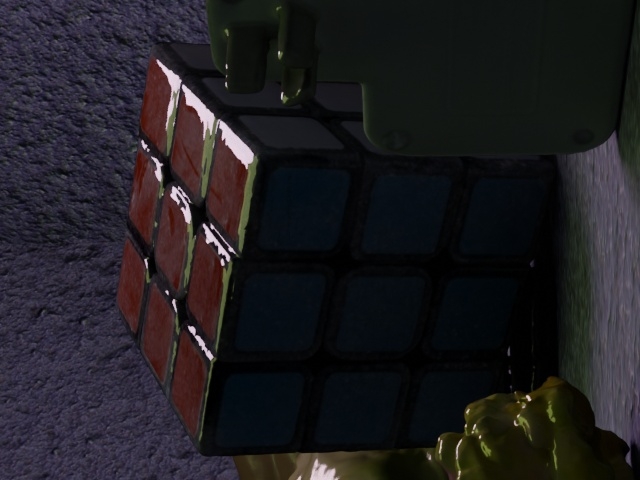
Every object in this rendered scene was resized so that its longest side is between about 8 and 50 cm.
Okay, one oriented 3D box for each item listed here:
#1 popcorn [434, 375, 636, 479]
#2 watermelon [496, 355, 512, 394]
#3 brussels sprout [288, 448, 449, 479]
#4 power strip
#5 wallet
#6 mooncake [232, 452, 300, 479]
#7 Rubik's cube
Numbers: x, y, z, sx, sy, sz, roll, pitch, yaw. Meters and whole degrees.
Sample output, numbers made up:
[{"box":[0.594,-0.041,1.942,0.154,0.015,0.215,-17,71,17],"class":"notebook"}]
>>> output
[{"box":[0.136,0.159,1.011,0.145,0.126,0.126,62,-162,1],"class":"popcorn"},{"box":[0.134,0.209,1.854,0.322,0.175,0.188,75,-166,-51],"class":"watermelon"},{"box":[0.095,0.286,1.651,0.316,0.243,0.274,59,-158,-2],"class":"brussels sprout"},{"box":[0.060,-0.143,1.022,0.229,0.261,0.141,87,-176,-49],"class":"power strip"},{"box":[0.203,0.098,1.608,0.285,0.030,0.146,68,-156,-86],"class":"wallet"},{"box":[0.064,0.268,2.187,0.378,0.378,0.200,-10,-91,-88],"class":"mooncake"},{"box":[0.000,0.000,1.566,0.304,0.301,0.305,-129,44,-55],"class":"Rubik's cube"}]
